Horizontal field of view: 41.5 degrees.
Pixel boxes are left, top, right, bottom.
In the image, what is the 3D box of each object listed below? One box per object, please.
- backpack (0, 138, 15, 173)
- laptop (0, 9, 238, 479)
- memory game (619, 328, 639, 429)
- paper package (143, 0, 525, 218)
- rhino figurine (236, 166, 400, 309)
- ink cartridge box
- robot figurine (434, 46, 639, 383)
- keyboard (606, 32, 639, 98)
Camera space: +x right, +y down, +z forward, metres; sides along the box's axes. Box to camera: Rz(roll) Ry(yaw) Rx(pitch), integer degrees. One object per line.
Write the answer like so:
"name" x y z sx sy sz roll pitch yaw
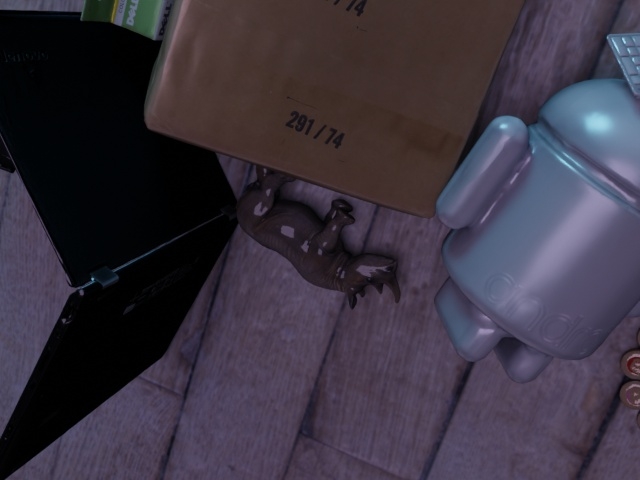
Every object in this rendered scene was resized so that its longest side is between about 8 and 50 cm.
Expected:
"backpack" -0.326 -0.175 1.051 0.165 0.144 0.188 28 131 11
"laptop" -0.271 -0.016 0.952 0.236 0.382 0.408 34 111 7
"memory game" 0.440 0.163 0.974 0.186 0.012 0.186 4 105 16
"paper package" 0.008 -0.219 0.869 0.324 0.168 0.310 15 111 -14
"rhino figurine" 0.000 0.000 1.038 0.243 0.073 0.106 37 107 4
"ink cartridge box" -0.173 -0.286 0.945 0.062 0.209 0.109 24 110 13
"robot figurine" 0.266 -0.018 0.881 0.300 0.200 0.353 22 114 -25
"keyboard" 0.396 -0.173 0.811 0.256 0.014 0.072 -6 68 -16
